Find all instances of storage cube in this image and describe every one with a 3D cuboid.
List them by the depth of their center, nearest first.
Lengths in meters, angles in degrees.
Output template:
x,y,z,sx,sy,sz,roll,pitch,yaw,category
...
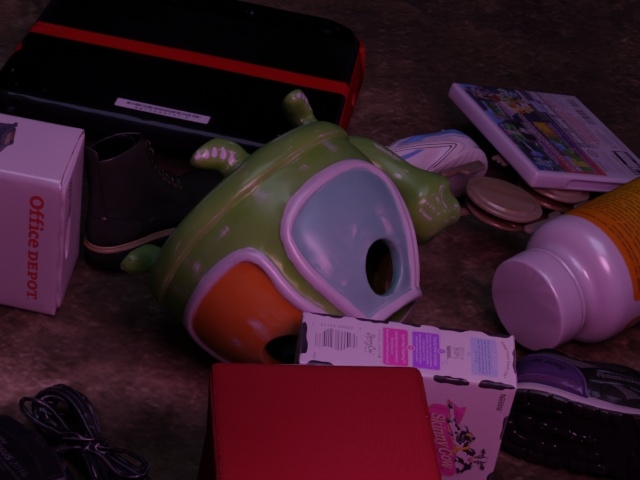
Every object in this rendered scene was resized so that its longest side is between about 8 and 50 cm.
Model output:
x,y,z,sx,sy,sz,roll,pitch,yaw,category
-0.008,0.233,1.543,0.215,0.183,0.193,2,40,-8,storage cube

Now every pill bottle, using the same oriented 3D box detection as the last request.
x,y,z,sx,sy,sz,roll,pitch,yaw,category
0.298,0.024,1.882,0.246,0.136,0.136,-24,50,-33,pill bottle

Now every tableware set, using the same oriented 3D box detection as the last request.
x,y,z,sx,sy,sz,roll,pitch,yaw,category
0.223,-0.043,1.987,0.128,0.039,0.194,35,30,26,tableware set

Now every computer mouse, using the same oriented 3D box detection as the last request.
x,y,z,sx,sy,sz,roll,pitch,yaw,category
-0.291,0.223,1.597,0.272,0.072,0.188,-9,40,-38,computer mouse

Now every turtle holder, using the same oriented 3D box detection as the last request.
x,y,z,sx,sy,sz,roll,pitch,yaw,category
-0.014,0.014,1.792,0.227,0.243,0.320,45,18,12,turtle holder

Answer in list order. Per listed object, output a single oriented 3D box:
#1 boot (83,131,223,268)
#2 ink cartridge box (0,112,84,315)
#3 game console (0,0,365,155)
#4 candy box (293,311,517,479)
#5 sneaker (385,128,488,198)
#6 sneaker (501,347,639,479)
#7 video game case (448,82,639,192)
x,y,z,sx,sy,sz,roll,pitch,yaw,category
-0.165,-0.068,1.897,0.077,0.137,0.198,23,39,31,boot
-0.359,-0.039,1.804,0.237,0.172,0.100,11,40,2,ink cartridge box
-0.151,-0.190,2.081,0.387,0.060,0.342,11,33,3,game console
0.069,0.156,1.662,0.196,0.165,0.070,6,40,-3,candy box
0.075,-0.066,1.991,0.237,0.085,0.086,-18,36,-33,sneaker
0.315,0.170,1.744,0.283,0.107,0.124,20,35,12,sneaker
0.267,-0.115,2.082,0.183,0.023,0.201,3,33,-31,video game case
